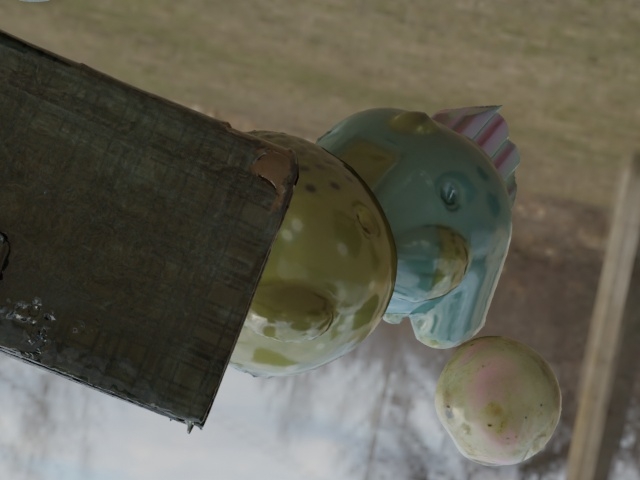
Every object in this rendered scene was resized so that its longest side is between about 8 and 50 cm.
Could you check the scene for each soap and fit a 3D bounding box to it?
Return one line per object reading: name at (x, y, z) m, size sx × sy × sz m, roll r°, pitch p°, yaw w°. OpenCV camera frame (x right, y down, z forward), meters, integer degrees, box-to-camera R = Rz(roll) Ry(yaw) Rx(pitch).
soap at (0.111, -0.048, 1.427) m, size 0.056 × 0.100 × 0.149 m, roll -5°, pitch -150°, yaw 36°

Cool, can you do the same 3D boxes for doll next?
doll at (0.000, 0.000, 1.143) m, size 0.177 × 0.161 × 0.261 m, roll 33°, pitch -149°, yaw 32°

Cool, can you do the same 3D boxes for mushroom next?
mushroom at (0.113, 0.103, 1.103) m, size 0.083 × 0.083 × 0.067 m, roll 11°, pitch 178°, yaw -13°

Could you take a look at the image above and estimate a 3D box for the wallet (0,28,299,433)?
wallet at (-0.180, -0.030, 0.898) m, size 0.317 × 0.169 × 0.044 m, roll 22°, pitch 167°, yaw -9°
